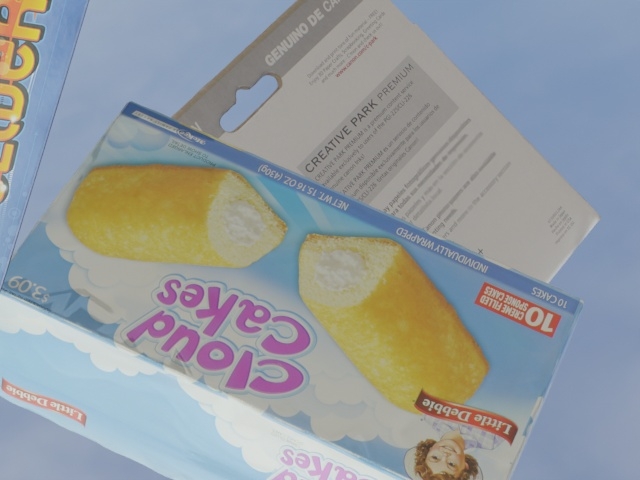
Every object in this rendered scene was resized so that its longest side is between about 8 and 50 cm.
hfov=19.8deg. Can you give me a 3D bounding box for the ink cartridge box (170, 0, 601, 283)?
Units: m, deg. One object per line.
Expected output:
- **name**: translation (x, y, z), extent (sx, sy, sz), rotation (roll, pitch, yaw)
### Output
- **ink cartridge box**: translation (0.000, 0.000, 1.302), extent (0.309, 0.272, 0.130), rotation (-46, -175, -32)

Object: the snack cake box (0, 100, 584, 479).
- **snack cake box**: translation (-0.019, 0.054, 0.932), extent (0.264, 0.089, 0.152), rotation (24, -132, 7)

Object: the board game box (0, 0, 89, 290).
- **board game box**: translation (-0.094, -0.096, 0.565), extent (0.035, 0.201, 0.136), rotation (14, -163, -19)
